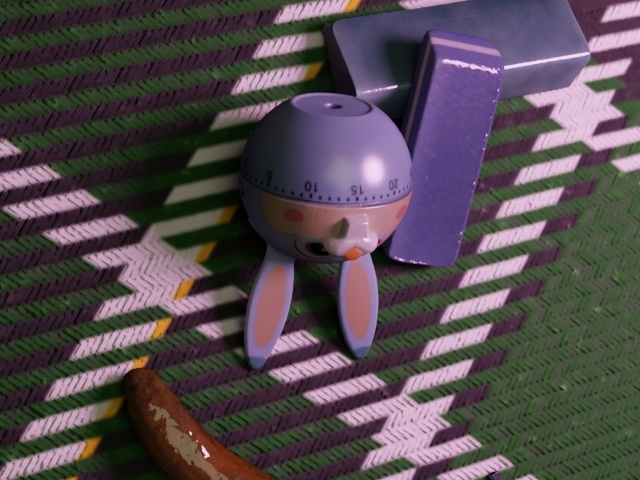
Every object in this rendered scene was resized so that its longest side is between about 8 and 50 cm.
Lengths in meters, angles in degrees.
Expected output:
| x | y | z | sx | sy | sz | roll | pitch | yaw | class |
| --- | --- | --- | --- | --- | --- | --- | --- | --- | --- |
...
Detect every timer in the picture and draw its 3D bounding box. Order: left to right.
| x | y | z | sx | sy | sz | roll | pitch | yaw | class |
| --- | --- | --- | --- | --- | --- | --- | --- | --- | --- |
| 0.006 | -0.008 | 1.168 | 0.175 | 0.175 | 0.255 | -2 | 89 | -21 | timer |

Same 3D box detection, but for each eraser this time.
| x | y | z | sx | sy | sz | roll | pitch | yaw | class |
| --- | --- | --- | --- | --- | --- | --- | --- | --- | --- |
| 0.117 | -0.087 | 1.245 | 0.082 | 0.036 | 0.225 | 5 | 106 | -27 | eraser |

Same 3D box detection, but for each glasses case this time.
| x | y | z | sx | sy | sz | roll | pitch | yaw | class |
| --- | --- | --- | --- | --- | --- | --- | --- | --- | --- |
| 0.140 | -0.187 | 1.283 | 0.266 | 0.056 | 0.105 | -13 | 93 | -22 | glasses case |

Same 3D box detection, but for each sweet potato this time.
| x | y | z | sx | sy | sz | roll | pitch | yaw | class |
| --- | --- | --- | --- | --- | --- | --- | --- | --- | --- |
| -0.085 | 0.223 | 1.173 | 0.273 | 0.075 | 0.075 | 42 | 74 | -10 | sweet potato |

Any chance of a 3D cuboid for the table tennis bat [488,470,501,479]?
| x | y | z | sx | sy | sz | roll | pitch | yaw | class |
| --- | --- | --- | --- | --- | --- | --- | --- | --- | --- |
| 0.189 | 0.274 | 1.307 | 0.050 | 0.007 | 0.083 | -24 | 98 | -20 | table tennis bat |
